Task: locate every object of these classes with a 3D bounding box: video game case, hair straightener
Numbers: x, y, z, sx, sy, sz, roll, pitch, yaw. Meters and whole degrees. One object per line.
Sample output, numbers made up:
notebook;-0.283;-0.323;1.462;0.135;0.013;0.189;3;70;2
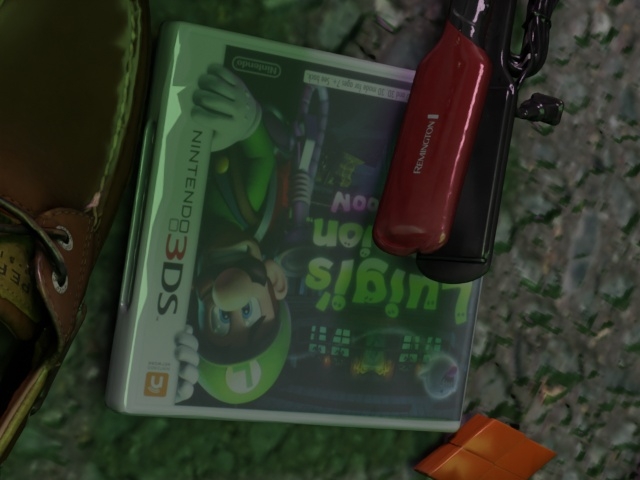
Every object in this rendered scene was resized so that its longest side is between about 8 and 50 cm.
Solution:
video game case;0.000;0.000;0.706;0.190;0.022;0.173;8;92;-33
hair straightener;0.080;-0.087;0.722;0.089;0.047;0.230;34;60;-49

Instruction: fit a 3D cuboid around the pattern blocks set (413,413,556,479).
pattern blocks set;0.092;0.232;0.782;0.324;0.026;0.285;5;93;-26

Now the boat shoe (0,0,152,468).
boat shoe;-0.134;0.013;0.607;0.110;0.104;0.307;21;86;-26
